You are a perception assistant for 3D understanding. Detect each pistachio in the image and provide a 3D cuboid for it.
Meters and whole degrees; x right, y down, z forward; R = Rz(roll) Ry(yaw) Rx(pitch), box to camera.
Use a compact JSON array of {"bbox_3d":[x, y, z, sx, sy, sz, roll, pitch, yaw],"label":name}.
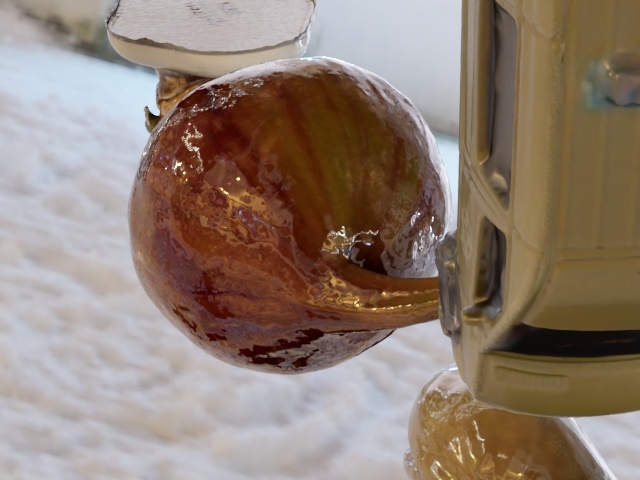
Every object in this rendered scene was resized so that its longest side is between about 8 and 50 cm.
[{"bbox_3d":[0.175,0.210,1.670,0.181,0.162,0.293,-3,13,-17],"label":"pistachio"}]

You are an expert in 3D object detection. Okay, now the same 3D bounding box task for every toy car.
[{"bbox_3d":[0.094,-0.043,0.547,0.101,0.257,0.124,-3,28,-3],"label":"toy car"}]

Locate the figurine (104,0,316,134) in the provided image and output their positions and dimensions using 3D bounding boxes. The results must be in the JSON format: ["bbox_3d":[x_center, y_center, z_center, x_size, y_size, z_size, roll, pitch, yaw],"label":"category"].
[{"bbox_3d":[-0.081,-0.123,1.423,0.166,0.141,0.250,-9,24,-8],"label":"figurine"}]

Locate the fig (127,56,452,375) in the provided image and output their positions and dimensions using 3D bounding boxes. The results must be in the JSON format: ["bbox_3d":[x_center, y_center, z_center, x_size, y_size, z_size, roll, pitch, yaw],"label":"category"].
[{"bbox_3d":[-0.007,0.002,0.913,0.175,0.175,0.207,12,26,-25],"label":"fig"}]
